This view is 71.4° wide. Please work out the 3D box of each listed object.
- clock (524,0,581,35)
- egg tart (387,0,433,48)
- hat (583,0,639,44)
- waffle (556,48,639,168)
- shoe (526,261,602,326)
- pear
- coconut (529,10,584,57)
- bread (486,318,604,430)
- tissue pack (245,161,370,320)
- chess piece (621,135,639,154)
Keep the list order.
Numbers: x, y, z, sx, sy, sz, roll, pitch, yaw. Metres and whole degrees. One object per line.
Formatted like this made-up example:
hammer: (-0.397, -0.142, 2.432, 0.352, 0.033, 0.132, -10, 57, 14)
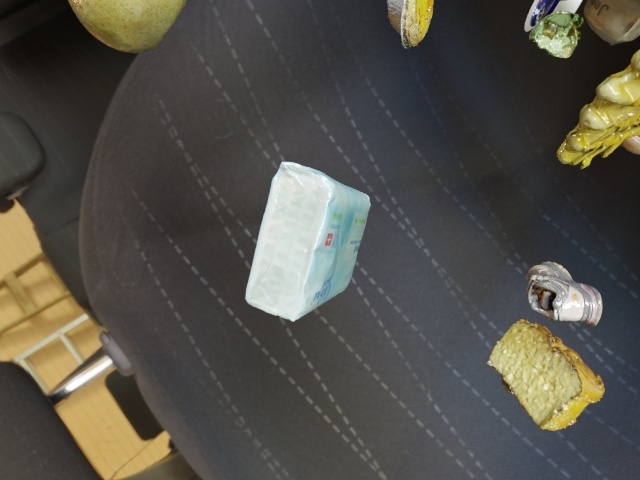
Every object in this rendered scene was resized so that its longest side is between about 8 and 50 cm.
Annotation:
clock: (0.744, -0.754, 1.400, 0.083, 0.230, 0.230, 20, 150, -2)
egg tart: (0.230, -0.619, 1.143, 0.094, 0.234, 0.234, 14, 138, 20)
hat: (0.652, -0.571, 1.041, 0.149, 0.244, 0.214, 124, 150, -48)
waffle: (0.429, -0.202, 0.569, 0.056, 0.261, 0.250, 60, -178, 21)
shoe: (0.446, 0.107, 0.865, 0.180, 0.092, 0.089, -117, 24, -66)
pear: (-0.264, -0.348, 0.614, 0.136, 0.167, 0.167, 37, 167, -36)
coconut: (0.703, -0.616, 1.321, 0.158, 0.055, 0.133, 32, 125, -28)
bread: (0.505, 0.299, 0.978, 0.147, 0.160, 0.260, 31, -169, -17)
tissue pack: (0.000, 0.000, 0.633, 0.089, 0.177, 0.263, 17, -175, 16)
chess piece: (0.633, -0.208, 0.871, 0.083, 0.083, 0.038, 42, 172, 23)
